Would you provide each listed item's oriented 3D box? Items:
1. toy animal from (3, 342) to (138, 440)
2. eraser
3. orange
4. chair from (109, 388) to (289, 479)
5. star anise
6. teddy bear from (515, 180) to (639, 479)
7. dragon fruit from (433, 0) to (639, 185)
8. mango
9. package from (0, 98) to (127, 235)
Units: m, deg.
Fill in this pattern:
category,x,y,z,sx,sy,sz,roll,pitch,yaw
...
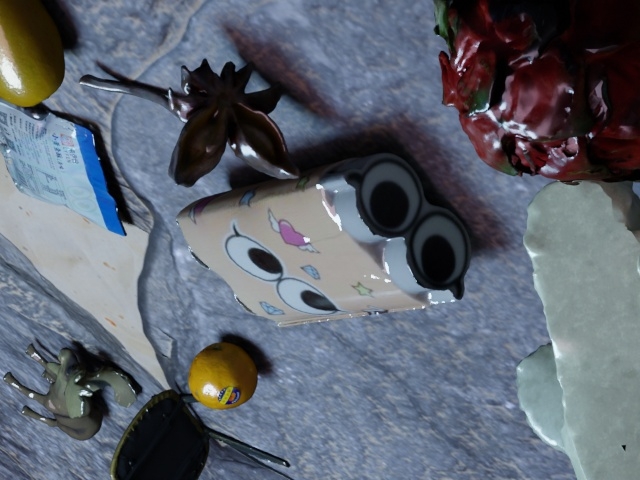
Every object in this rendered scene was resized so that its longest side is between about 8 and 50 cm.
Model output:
category,x,y,z,sx,sy,sz,roll,pitch,yaw
toy animal,-0.329,0.205,2.316,0.186,0.094,0.214,28,157,25
eraser,0.000,0.000,1.661,0.171,0.087,0.290,45,150,-23
orange,-0.114,0.158,2.013,0.083,0.083,0.083,27,149,18
chair,-0.192,0.286,2.198,0.247,0.158,0.172,8,141,39
star anise,-0.138,-0.102,1.642,0.218,0.148,0.227,46,159,-4
teddy bear,0.334,0.130,1.462,0.327,0.375,0.362,-2,179,28
dragon fruit,0.182,-0.122,1.225,0.182,0.189,0.182,161,90,-75
mango,-0.314,-0.217,1.706,0.102,0.085,0.184,5,127,49
package,-0.299,-0.086,1.927,0.173,0.027,0.171,21,143,26
